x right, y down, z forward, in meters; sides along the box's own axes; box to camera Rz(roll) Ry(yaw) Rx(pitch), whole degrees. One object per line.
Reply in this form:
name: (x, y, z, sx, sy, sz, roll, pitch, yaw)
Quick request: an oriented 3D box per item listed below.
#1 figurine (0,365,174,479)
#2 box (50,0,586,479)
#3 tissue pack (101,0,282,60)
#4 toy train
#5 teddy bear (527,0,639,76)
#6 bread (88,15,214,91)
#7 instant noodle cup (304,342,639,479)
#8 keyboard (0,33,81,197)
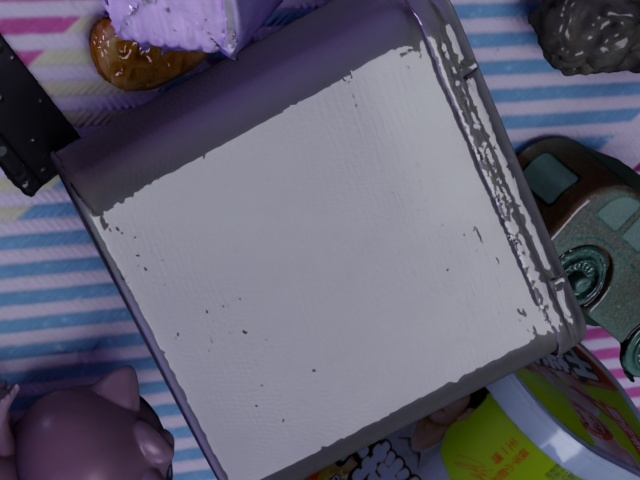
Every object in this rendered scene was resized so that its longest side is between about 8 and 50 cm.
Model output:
figurine: (-0.259, 0.220, 1.590, 0.287, 0.176, 0.186, -31, 173, 15)
box: (0.000, 0.000, 1.472, 0.344, 0.177, 0.352, -28, 111, -8)
tissue pack: (-0.044, -0.317, 1.219, 0.343, 0.125, 0.242, -55, 147, -46)
toy train: (0.287, 0.017, 1.721, 0.159, 0.129, 0.326, -49, 129, 5)
teddy bear: (0.415, -0.194, 1.495, 0.357, 0.367, 0.224, -50, 142, 16)
bread: (-0.138, -0.168, 1.439, 0.111, 0.044, 0.083, -30, 133, -3)
instant noodle cup: (0.144, 0.241, 1.727, 0.294, 0.294, 0.308, 29, 112, -37)
keyboard: (-0.276, -0.131, 1.409, 0.072, 0.023, 0.231, -40, 130, -6)
